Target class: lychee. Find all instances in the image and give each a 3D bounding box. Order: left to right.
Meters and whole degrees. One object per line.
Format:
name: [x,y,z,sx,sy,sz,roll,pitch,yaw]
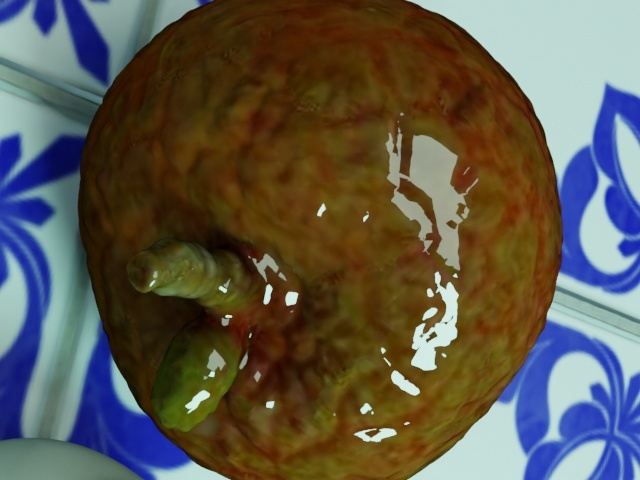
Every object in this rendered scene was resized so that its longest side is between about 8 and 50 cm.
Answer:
lychee: [0.000,0.000,0.884,0.300,0.255,0.255,-54,129,-65]

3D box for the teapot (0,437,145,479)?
teapot: [-0.142,0.186,0.840,0.300,0.166,0.208,36,49,-25]
